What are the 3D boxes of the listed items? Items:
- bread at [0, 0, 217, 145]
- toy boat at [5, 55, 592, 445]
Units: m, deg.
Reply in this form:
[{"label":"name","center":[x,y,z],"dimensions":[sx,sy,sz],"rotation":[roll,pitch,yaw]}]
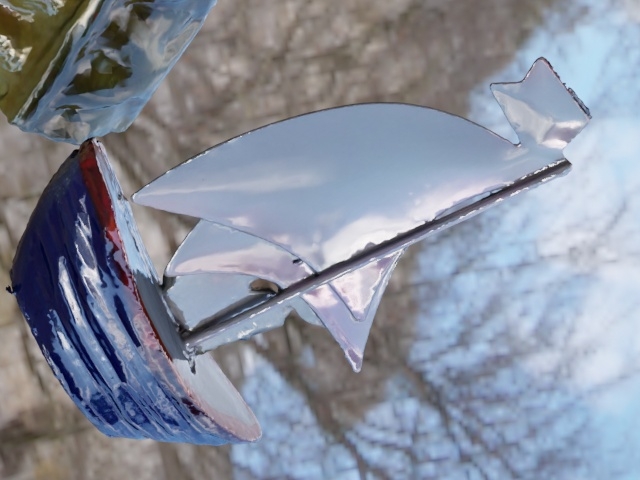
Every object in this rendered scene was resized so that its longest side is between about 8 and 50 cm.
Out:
[{"label":"bread","center":[-0.107,-0.193,0.988],"dimensions":[0.152,0.267,0.130],"rotation":[17,-153,-39]},{"label":"toy boat","center":[-0.026,-0.007,0.931],"dimensions":[0.318,0.219,0.072],"rotation":[-41,-145,21]}]
